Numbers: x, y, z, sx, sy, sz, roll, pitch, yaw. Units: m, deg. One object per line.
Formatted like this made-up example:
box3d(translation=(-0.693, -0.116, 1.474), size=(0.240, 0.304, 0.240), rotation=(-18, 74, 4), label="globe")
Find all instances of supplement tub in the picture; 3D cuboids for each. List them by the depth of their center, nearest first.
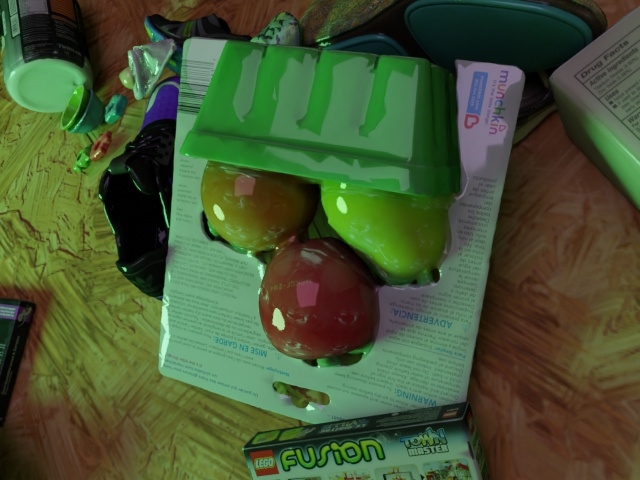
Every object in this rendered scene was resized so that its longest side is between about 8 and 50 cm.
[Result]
box3d(translation=(-0.394, -0.288, 0.954), size=(0.117, 0.117, 0.191), rotation=(-27, 62, 17), label="supplement tub")

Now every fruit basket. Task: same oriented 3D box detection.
box3d(translation=(0.000, 0.000, 0.633), size=(0.326, 0.165, 0.353), rotation=(11, 106, 22), label="fruit basket")

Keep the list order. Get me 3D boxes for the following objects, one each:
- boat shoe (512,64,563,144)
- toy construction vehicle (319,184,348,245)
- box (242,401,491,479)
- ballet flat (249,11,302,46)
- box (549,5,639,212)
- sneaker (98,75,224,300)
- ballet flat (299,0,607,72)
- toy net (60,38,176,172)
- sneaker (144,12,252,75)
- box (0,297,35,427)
box3d(translation=(0.213, -0.152, 0.639), size=(0.152, 0.049, 0.056), rotation=(-47, 59, 6), label="boat shoe")
box3d(translation=(0.039, -0.050, 0.701), size=(0.098, 0.035, 0.086), rotation=(-46, 59, 6), label="toy construction vehicle")
box3d(translation=(0.042, 0.213, 0.583), size=(0.206, 0.036, 0.114), rotation=(-14, 94, 22), label="box")
box3d(translation=(-0.076, -0.158, 0.726), size=(0.070, 0.070, 0.188), rotation=(51, 134, 30), label="ballet flat")
box3d(translation=(0.331, -0.045, 0.501), size=(0.148, 0.121, 0.311), rotation=(-36, 61, 12), label="box")
box3d(translation=(-0.180, -0.077, 0.756), size=(0.102, 0.146, 0.294), rotation=(-14, 68, 22), label="sneaker")
box3d(translation=(0.104, -0.221, 0.654), size=(0.348, 0.123, 0.123), rotation=(2, 73, 44), label="ballet flat")
box3d(translation=(-0.265, -0.181, 0.851), size=(0.232, 0.045, 0.122), rotation=(-28, 48, 39), label="toy net")
box3d(translation=(-0.155, -0.253, 0.861), size=(0.188, 0.067, 0.078), rotation=(27, 65, 33), label="sneaker")
box3d(translation=(-0.444, 0.154, 0.880), size=(0.116, 0.029, 0.162), rotation=(2, 75, 27), label="box")
